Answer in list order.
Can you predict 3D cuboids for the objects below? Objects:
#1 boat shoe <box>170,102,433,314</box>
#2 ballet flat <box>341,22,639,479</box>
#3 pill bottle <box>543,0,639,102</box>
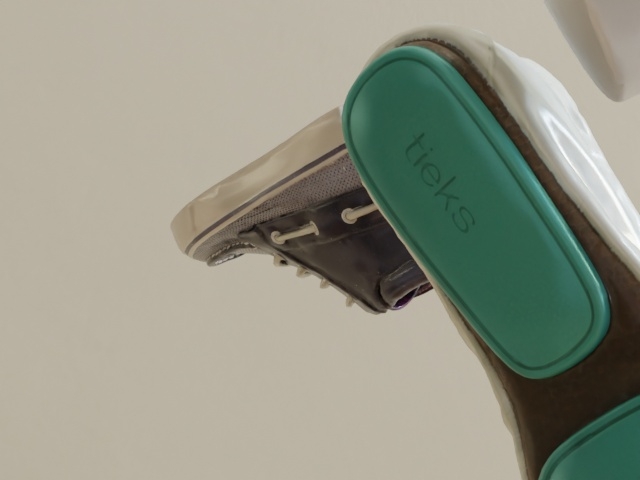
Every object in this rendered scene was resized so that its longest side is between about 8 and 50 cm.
[{"bbox_3d":[0.000,0.000,1.309,0.127,0.340,0.158,-25,-93,-33],"label":"boat shoe"},{"bbox_3d":[0.149,0.068,0.755,0.139,0.139,0.400,-30,-104,11],"label":"ballet flat"},{"bbox_3d":[0.220,-0.182,0.677,0.283,0.161,0.161,-28,-78,4],"label":"pill bottle"}]
